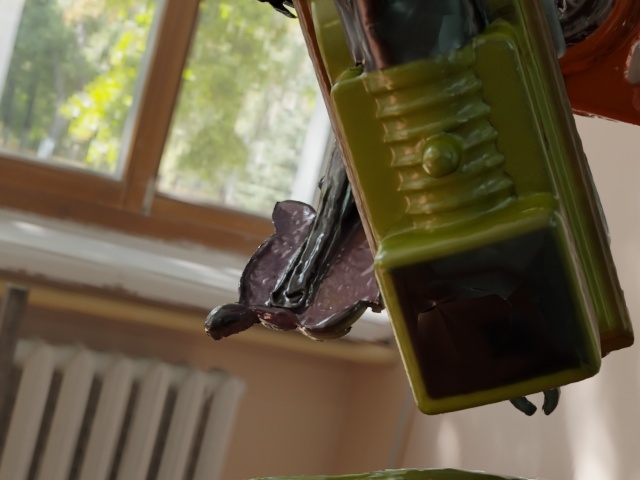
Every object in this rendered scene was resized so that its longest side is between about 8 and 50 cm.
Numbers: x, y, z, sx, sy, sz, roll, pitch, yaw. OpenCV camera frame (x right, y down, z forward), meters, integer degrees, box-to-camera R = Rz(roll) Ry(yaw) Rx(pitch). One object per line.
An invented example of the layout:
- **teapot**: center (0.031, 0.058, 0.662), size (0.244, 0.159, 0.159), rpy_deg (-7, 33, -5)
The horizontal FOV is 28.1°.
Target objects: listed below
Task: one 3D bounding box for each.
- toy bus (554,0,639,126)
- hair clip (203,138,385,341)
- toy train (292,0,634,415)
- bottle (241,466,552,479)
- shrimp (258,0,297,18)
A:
- **toy bus**: center (0.192, -0.210, 0.596), size (0.153, 0.329, 0.143), rpy_deg (18, 9, 20)
- **hair clip**: center (0.004, 0.005, 0.997), size (0.146, 0.187, 0.056), rpy_deg (0, -35, 31)
- **toy train**: center (0.050, -0.029, 0.453), size (0.089, 0.219, 0.127), rpy_deg (-14, 12, 13)
- **bottle**: center (0.026, 0.271, 0.478), size (0.171, 0.351, 0.171), rpy_deg (0, -17, 0)
- **shrimp**: center (0.036, -0.223, 0.851), size (0.071, 0.233, 0.365), rpy_deg (61, 4, 21)
